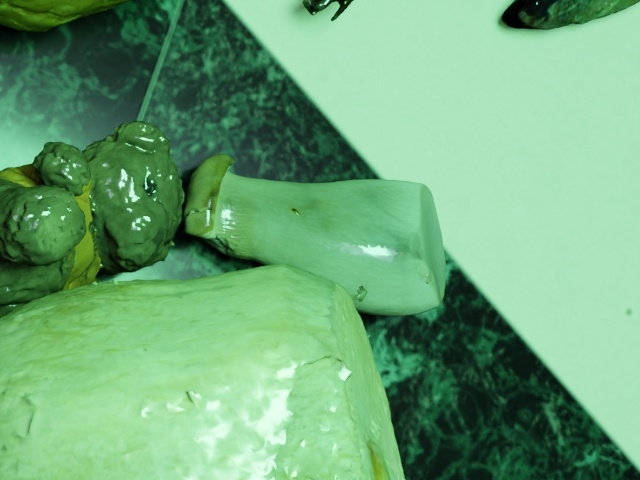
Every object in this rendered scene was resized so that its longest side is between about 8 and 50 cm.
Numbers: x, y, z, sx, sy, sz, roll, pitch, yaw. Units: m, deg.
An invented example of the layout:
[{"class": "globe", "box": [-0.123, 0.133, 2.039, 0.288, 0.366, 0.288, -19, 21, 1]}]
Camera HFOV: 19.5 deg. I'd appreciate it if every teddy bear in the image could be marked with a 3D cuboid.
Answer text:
[{"class": "teddy bear", "box": [-0.184, -0.009, 1.386, 0.190, 0.140, 0.177, -24, 133, -32]}]

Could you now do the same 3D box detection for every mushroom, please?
[{"class": "mushroom", "box": [0.000, 0.000, 1.475, 0.225, 0.093, 0.116, 4, 59, -12]}]

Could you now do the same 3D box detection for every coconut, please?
[{"class": "coconut", "box": [-0.118, 0.211, 1.227, 0.404, 0.404, 0.405, 3, 81, -21]}]

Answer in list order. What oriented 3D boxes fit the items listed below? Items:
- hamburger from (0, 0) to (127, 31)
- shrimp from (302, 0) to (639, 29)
[{"class": "hamburger", "box": [-0.173, -0.273, 1.354, 0.285, 0.265, 0.134, -25, 63, -1]}, {"class": "shrimp", "box": [0.165, -0.284, 1.587, 0.445, 0.085, 0.272, -37, 102, -26]}]
